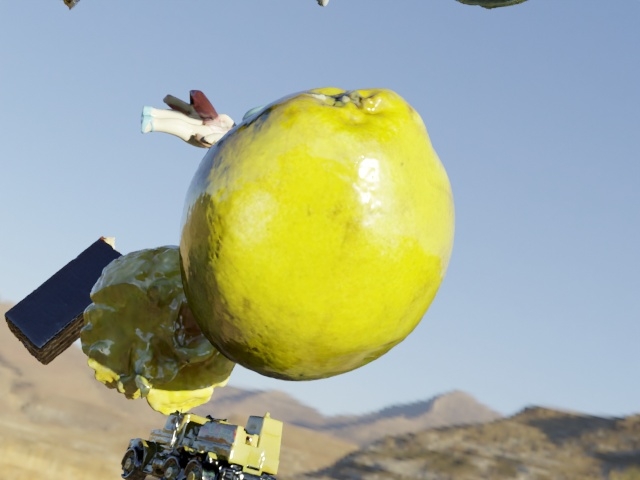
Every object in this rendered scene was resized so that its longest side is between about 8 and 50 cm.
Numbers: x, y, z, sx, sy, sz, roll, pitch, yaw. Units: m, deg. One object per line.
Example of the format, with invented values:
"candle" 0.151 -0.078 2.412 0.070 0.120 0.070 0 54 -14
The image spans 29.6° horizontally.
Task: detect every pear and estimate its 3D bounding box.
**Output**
"pear" 0.000 0.000 1.517 0.352 0.352 0.413 16 -49 -5

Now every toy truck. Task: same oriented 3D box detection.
"toy truck" -0.155 0.285 1.599 0.127 0.127 0.257 22 -20 -32

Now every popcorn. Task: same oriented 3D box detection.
"popcorn" -0.234 0.131 1.783 0.249 0.249 0.225 12 18 15

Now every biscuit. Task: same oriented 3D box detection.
"biscuit" -0.439 0.103 2.176 0.106 0.252 0.070 39 -24 20

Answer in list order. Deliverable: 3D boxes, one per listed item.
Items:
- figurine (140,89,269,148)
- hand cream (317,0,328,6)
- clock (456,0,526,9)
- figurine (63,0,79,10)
"figurine" -0.147 -0.170 1.869 0.260 0.103 0.205 10 12 -14
"hand cream" -0.086 -0.451 1.855 0.256 0.088 0.055 31 29 10
"clock" 0.127 -0.427 1.365 0.386 0.076 0.386 33 -19 13
"figurine" -0.476 -0.453 2.078 0.143 0.068 0.101 47 15 12
